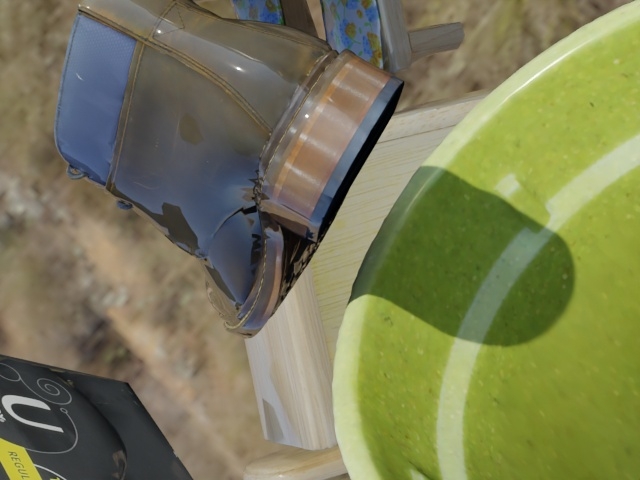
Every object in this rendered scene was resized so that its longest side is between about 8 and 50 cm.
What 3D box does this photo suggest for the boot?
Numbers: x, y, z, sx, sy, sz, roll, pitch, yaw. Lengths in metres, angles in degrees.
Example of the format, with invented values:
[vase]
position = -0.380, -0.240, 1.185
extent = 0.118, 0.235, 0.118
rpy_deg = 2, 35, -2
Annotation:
[boot]
position = -0.041, -0.033, 0.718
extent = 0.106, 0.082, 0.219
rpy_deg = 31, 158, 1

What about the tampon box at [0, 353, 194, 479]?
[tampon box]
position = -0.114, 0.132, 0.615
extent = 0.101, 0.161, 0.120
rpy_deg = 17, -158, -41

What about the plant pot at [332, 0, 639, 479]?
[plant pot]
position = 0.187, 0.078, 0.751
extent = 0.276, 0.276, 0.254
rpy_deg = 3, 145, 45

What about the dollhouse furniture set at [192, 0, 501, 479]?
[dollhouse furniture set]
position = 0.000, 0.000, 1.228
extent = 0.394, 0.256, 0.362
rpy_deg = 1, 104, 62
